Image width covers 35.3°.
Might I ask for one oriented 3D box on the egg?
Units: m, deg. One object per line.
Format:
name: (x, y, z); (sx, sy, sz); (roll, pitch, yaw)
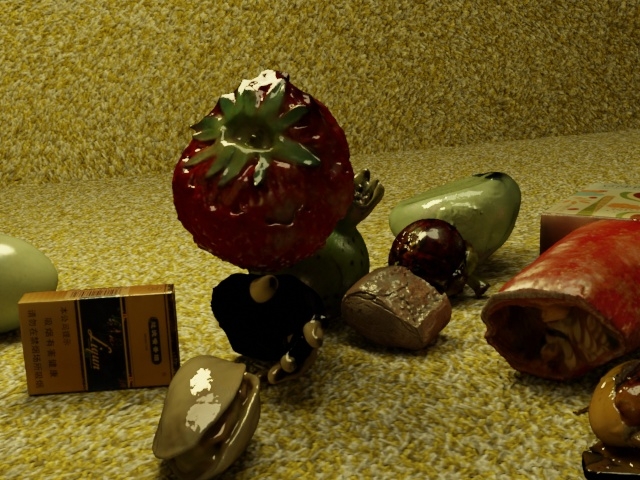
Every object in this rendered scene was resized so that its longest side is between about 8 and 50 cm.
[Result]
egg: (-0.608, 0.080, 1.836); (0.253, 0.186, 0.186); (-8, 14, -11)

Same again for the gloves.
gloves: (-0.073, 0.124, 1.561); (0.152, 0.197, 0.301); (-32, 23, -8)

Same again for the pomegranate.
pomegranate: (-0.014, -0.005, 1.835); (0.242, 0.306, 0.242); (13, 10, -2)

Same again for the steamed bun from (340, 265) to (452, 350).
steamed bun: (0.128, 0.113, 1.715); (0.175, 0.106, 0.145); (24, 27, 25)

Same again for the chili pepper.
chili pepper: (0.419, 0.110, 1.566); (0.251, 0.229, 0.305); (12, 30, 38)

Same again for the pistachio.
pistachio: (-0.146, 0.228, 1.303); (0.152, 0.126, 0.223); (-35, 17, 7)

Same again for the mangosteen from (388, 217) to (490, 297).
mangosteen: (0.222, 0.040, 1.958); (0.184, 0.172, 0.172); (9, 5, -36)

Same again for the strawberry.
strawberry: (-0.075, -0.073, 1.583); (0.292, 0.310, 0.292); (-16, 49, 19)

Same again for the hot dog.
hot dog: (0.431, 0.204, 1.324); (0.194, 0.107, 0.326); (1, 14, 15)

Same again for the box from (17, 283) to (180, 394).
box: (-0.340, 0.152, 1.570); (0.237, 0.152, 0.070); (-3, 12, -3)

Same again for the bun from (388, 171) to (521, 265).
bun: (0.297, -0.028, 2.139); (0.293, 0.187, 0.293); (-19, 3, 1)

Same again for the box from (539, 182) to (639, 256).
box: (0.707, -0.028, 2.198); (0.344, 0.122, 0.385); (6, 16, 31)
